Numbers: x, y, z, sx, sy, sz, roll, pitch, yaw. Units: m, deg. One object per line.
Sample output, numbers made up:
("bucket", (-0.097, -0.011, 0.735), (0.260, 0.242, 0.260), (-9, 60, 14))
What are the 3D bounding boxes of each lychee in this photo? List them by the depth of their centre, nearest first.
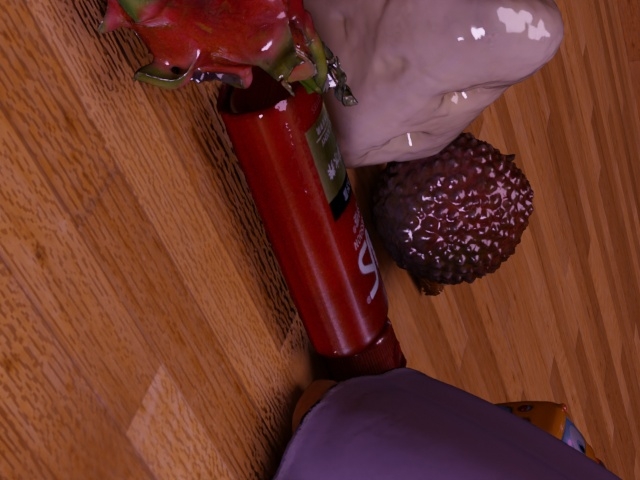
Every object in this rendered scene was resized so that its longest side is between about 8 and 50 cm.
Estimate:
("lychee", (0.139, -0.042, 1.079), (0.197, 0.165, 0.165), (-53, 136, -30))

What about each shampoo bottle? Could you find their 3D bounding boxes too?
("shampoo bottle", (0.001, -0.001, 0.879), (0.118, 0.076, 0.314), (-84, 157, -58))

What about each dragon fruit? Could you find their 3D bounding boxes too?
("dragon fruit", (-0.057, -0.156, 0.690), (0.236, 0.135, 0.137), (48, 35, -27))

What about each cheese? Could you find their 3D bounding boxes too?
("cheese", (0.087, -0.214, 0.911), (0.173, 0.251, 0.248), (-10, 83, -29))

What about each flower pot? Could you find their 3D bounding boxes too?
("flower pot", (0.116, 0.247, 0.807), (0.265, 0.243, 0.265), (-8, 102, -42))

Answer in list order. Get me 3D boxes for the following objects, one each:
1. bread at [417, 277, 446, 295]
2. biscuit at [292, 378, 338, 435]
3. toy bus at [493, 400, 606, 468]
("bread", (0.121, 0.022, 1.183), (0.083, 0.036, 0.047), (58, 33, -48))
("biscuit", (0.017, 0.233, 0.925), (0.144, 0.040, 0.236), (-59, 137, -58))
("toy bus", (0.185, 0.243, 1.091), (0.136, 0.209, 0.126), (63, 33, -20))
